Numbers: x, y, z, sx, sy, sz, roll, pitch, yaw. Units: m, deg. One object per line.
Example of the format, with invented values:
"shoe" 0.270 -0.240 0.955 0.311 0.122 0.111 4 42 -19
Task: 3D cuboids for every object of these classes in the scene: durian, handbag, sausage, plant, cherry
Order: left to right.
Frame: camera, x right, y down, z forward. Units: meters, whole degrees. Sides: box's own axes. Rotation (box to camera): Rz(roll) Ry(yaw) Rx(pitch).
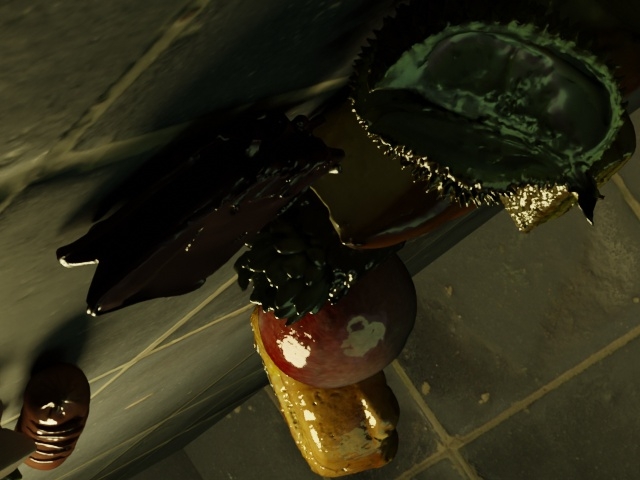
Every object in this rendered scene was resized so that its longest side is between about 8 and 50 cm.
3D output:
"sausage" -0.324 0.214 1.827 0.088 0.088 0.433 -31 173 -20
"handbag" -0.097 -0.030 1.269 0.216 0.074 0.203 -39 171 25
"plant" 0.000 0.000 1.676 0.194 0.129 0.132 -34 171 -25
"cherry" 0.030 0.097 2.125 0.239 0.206 0.239 -21 175 -2
"durian" 0.141 -0.120 1.226 0.193 0.237 0.137 -38 -153 19

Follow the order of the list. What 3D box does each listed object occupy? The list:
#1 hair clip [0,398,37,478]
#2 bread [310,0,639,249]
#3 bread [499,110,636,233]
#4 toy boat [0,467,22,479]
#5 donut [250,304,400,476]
"hair clip" -0.432 0.254 1.568 0.085 0.101 0.331 -45 170 33
"bread" 0.167 -0.135 1.457 0.333 0.143 0.324 -38 173 25
"bread" 0.259 -0.132 1.725 0.111 0.184 0.234 -25 171 -16
"toy boat" -0.450 0.294 1.756 0.141 0.092 0.319 -36 172 6
"donut" 0.008 0.218 2.379 0.150 0.317 0.299 -23 134 -11
